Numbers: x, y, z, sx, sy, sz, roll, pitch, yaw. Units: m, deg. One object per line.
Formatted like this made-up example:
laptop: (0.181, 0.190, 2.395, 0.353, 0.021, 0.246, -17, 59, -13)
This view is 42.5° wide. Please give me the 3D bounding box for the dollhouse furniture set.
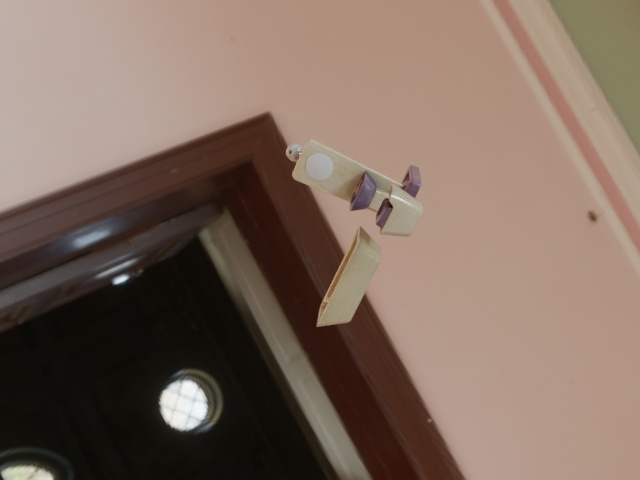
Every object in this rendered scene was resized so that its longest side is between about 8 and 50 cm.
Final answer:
dollhouse furniture set: (0.000, 0.000, 0.494, 0.081, 0.091, 0.114, 24, -70, -4)
